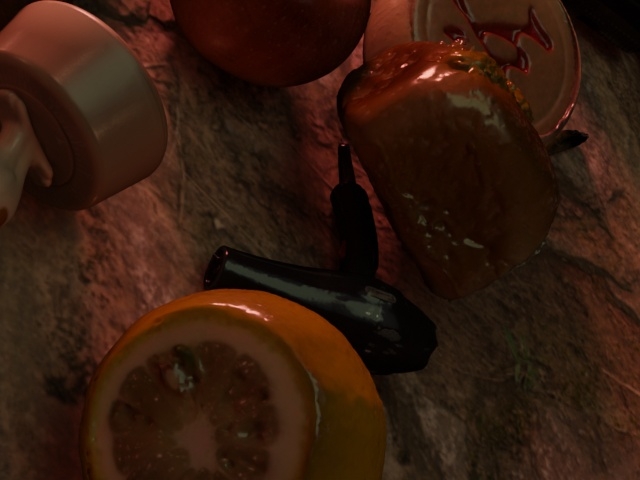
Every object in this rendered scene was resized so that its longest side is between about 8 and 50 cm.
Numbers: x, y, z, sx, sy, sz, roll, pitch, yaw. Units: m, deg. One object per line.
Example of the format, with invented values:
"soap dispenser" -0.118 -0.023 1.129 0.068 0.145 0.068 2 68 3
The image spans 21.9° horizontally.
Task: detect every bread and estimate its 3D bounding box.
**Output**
"bread" 0.136 -0.074 1.617 0.246 0.176 0.195 62 4 -23

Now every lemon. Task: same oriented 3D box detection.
"lemon" -0.062 0.160 1.326 0.219 0.240 0.240 32 39 -69

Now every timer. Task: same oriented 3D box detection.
"timer" -0.270 -0.054 1.324 0.175 0.175 0.266 51 54 -7

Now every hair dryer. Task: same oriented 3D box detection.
"hair dryer" 0.000 0.000 1.604 0.235 0.091 0.271 22 40 -20

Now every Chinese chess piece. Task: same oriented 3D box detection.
"Chinese chess piece" 0.166 -0.198 1.794 0.250 0.103 0.249 9 71 -29

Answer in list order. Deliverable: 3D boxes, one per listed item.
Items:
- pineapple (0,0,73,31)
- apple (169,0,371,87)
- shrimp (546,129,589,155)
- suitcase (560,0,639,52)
"pineapple" -0.232 -0.275 1.499 0.128 0.128 0.248 53 39 -5
"apple" -0.053 -0.244 1.620 0.201 0.162 0.201 33 44 -39
"shrimp" 0.259 -0.209 1.965 0.198 0.051 0.262 43 47 -25
"suitcase" 0.378 -0.400 2.116 0.202 0.128 0.312 31 45 -26
